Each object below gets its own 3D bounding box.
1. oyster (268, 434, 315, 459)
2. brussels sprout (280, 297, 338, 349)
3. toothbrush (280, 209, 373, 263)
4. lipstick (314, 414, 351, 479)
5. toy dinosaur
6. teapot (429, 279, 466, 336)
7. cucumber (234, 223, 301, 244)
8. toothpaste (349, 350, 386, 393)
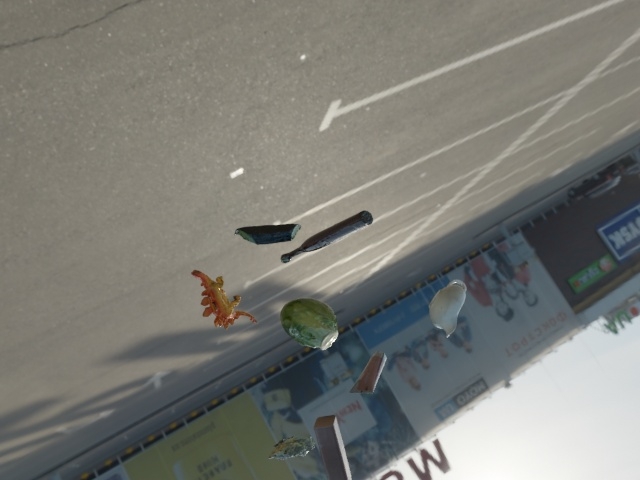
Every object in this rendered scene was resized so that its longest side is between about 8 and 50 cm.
[{"bbox_3d":[-0.118,0.943,2.600,0.209,0.072,0.133,16,113,-25],"label":"oyster"},{"bbox_3d":[-0.030,0.241,1.714,0.144,0.180,0.161,-49,162,-12],"label":"brussels sprout"},{"bbox_3d":[0.000,-0.001,1.379,0.041,0.041,0.364,-22,178,-39],"label":"toothbrush"},{"bbox_3d":[0.026,0.437,1.187,0.045,0.145,0.045,-11,-169,13],"label":"lipstick"},{"bbox_3d":[-0.277,0.187,1.620,0.070,0.288,0.117,-10,-136,31],"label":"toy dinosaur"},{"bbox_3d":[0.398,0.197,1.799,0.226,0.092,0.145,-54,176,-38],"label":"teapot"},{"bbox_3d":[-0.171,-0.021,1.858,0.220,0.070,0.046,-6,137,0],"label":"cucumber"},{"bbox_3d":[0.144,0.377,1.628,0.067,0.043,0.194,-3,-162,24],"label":"toothpaste"}]
